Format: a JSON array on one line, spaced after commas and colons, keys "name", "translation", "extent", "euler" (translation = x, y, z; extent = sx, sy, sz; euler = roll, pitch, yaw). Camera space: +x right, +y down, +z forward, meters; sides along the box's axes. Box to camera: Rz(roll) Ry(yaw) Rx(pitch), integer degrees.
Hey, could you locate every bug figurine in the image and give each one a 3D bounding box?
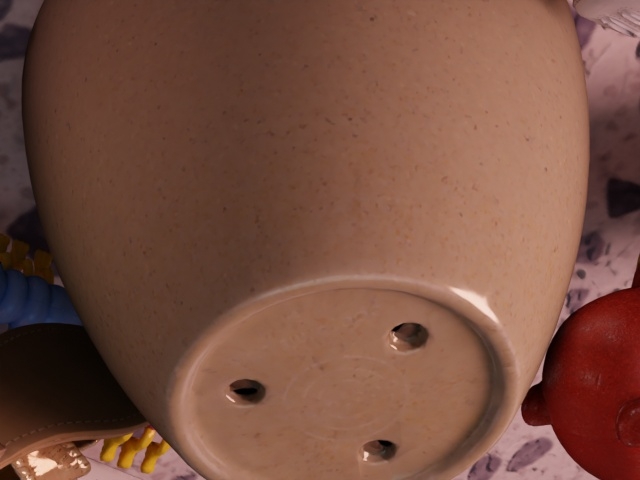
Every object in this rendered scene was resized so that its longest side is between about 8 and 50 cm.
[{"name": "bug figurine", "translation": [-0.162, 0.140, 0.770], "extent": [0.216, 0.279, 0.072], "euler": [20, 162, -36]}]

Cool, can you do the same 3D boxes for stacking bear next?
[{"name": "stacking bear", "translation": [0.244, 0.040, 0.707], "extent": [0.289, 0.175, 0.164], "euler": [-29, 111, -27]}]

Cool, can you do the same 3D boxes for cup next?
[{"name": "cup", "translation": [0.000, 0.000, 0.676], "extent": [0.331, 0.237, 0.331], "euler": [-3, 132, -3]}]

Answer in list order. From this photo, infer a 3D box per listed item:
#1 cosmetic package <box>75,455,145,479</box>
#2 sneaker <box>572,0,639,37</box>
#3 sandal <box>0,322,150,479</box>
[{"name": "cosmetic package", "translation": [-0.222, 0.231, 0.858], "extent": [0.151, 0.183, 0.151], "euler": [30, 154, -31]}, {"name": "sneaker", "translation": [0.174, -0.147, 0.543], "extent": [0.366, 0.210, 0.137], "euler": [6, 97, -43]}, {"name": "sandal", "translation": [-0.171, 0.107, 0.676], "extent": [0.088, 0.240, 0.079], "euler": [40, 108, 15]}]
